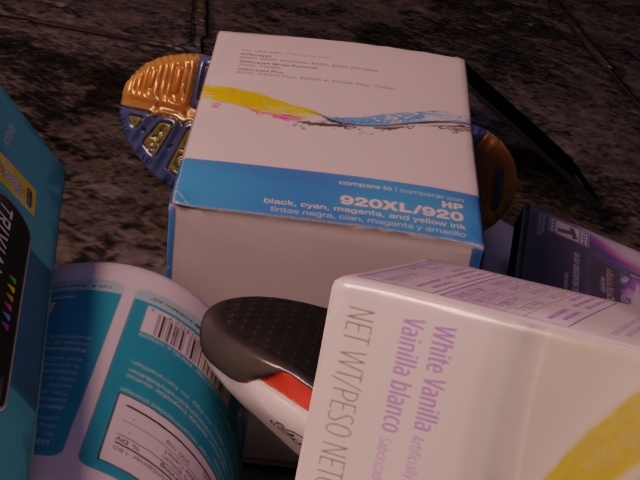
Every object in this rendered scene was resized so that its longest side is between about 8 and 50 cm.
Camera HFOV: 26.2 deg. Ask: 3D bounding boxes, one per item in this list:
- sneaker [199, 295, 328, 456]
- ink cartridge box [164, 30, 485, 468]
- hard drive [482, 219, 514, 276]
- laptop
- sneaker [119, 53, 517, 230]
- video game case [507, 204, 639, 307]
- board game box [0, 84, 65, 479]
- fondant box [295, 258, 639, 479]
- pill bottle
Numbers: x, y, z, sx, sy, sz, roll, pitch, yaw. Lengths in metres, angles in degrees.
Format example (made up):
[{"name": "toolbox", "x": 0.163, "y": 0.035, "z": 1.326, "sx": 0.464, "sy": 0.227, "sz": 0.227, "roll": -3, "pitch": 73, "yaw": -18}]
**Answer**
[{"name": "sneaker", "x": 0.050, "y": 0.138, "z": 0.620, "sx": 0.270, "sy": 0.145, "sz": 0.090, "roll": 24, "pitch": 23, "yaw": 8}, {"name": "ink cartridge box", "x": 0.000, "y": 0.000, "z": 0.835, "sx": 0.168, "sy": 0.171, "sz": 0.232, "roll": 7, "pitch": 32, "yaw": -1}, {"name": "hard drive", "x": 0.099, "y": 0.028, "z": 1.034, "sx": 0.203, "sy": 0.040, "sz": 0.307, "roll": -12, "pitch": 35, "yaw": -44}, {"name": "laptop", "x": 0.106, "y": -0.093, "z": 1.290, "sx": 0.264, "sy": 0.136, "sz": 0.234, "roll": -11, "pitch": 12, "yaw": 6}, {"name": "sneaker", "x": -0.003, "y": -0.064, "z": 1.037, "sx": 0.296, "sy": 0.111, "sz": 0.131, "roll": 16, "pitch": 7, "yaw": 3}, {"name": "video game case", "x": 0.255, "y": 0.080, "z": 0.939, "sx": 0.274, "sy": 0.026, "sz": 0.196, "roll": 22, "pitch": 31, "yaw": -1}, {"name": "board game box", "x": -0.229, "y": 0.076, "z": 0.531, "sx": 0.254, "sy": 0.079, "sz": 0.336, "roll": -31, "pitch": 25, "yaw": 8}, {"name": "fondant box", "x": 0.146, "y": 0.158, "z": 0.459, "sx": 0.330, "sy": 0.238, "sz": 0.096, "roll": 13, "pitch": 7, "yaw": 21}, {"name": "pill bottle", "x": -0.112, "y": 0.124, "z": 0.583, "sx": 0.146, "sy": 0.146, "sz": 0.264, "roll": 12, "pitch": 24, "yaw": -2}]
